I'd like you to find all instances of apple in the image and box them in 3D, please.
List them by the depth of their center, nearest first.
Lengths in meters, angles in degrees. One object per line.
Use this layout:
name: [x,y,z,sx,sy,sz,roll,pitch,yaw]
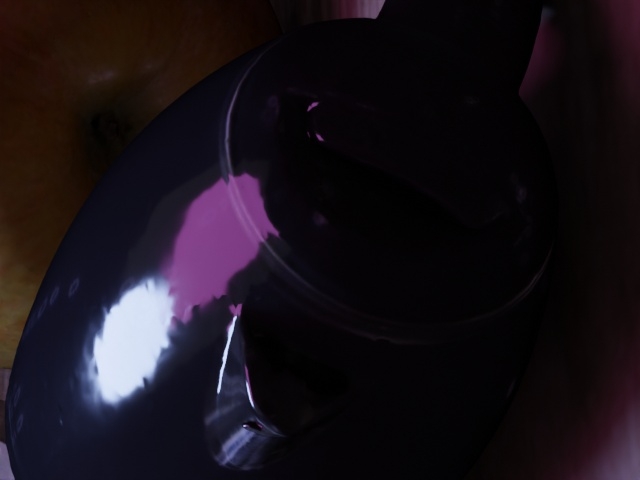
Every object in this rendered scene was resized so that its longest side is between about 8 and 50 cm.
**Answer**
apple: [-0.202,-0.088,0.947,0.346,0.391,0.391,23,113,52]

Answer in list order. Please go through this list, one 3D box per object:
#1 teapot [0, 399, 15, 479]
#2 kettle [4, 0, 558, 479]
teapot: [-0.303,0.255,1.237,0.300,0.344,0.253,48,-140,-36]
kettle: [0.000,0.000,0.534,0.268,0.207,0.290,-65,4,-34]
